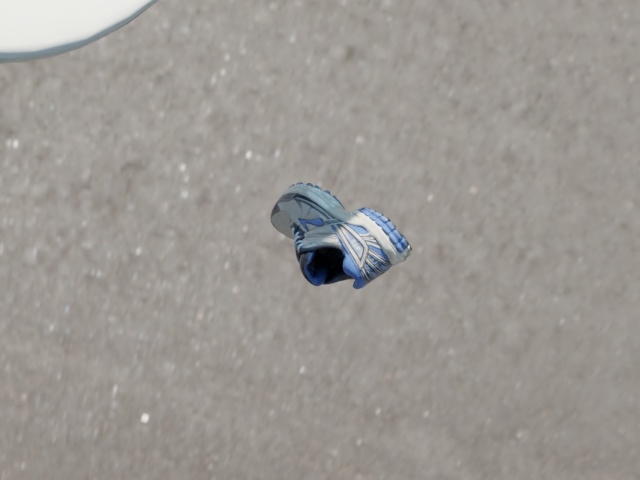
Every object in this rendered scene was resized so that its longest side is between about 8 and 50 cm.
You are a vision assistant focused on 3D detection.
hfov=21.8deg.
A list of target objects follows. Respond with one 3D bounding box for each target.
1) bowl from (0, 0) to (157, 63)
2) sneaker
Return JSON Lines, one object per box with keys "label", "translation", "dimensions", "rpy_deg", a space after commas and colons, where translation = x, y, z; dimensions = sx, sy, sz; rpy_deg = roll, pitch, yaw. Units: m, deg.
{"label": "bowl", "translation": [-0.119, -0.189, 0.355], "dimensions": [0.134, 0.298, 0.298], "rpy_deg": [5, 46, 26]}
{"label": "sneaker", "translation": [0.000, 0.000, 1.161], "dimensions": [0.058, 0.052, 0.135], "rpy_deg": [-46, 33, -19]}
